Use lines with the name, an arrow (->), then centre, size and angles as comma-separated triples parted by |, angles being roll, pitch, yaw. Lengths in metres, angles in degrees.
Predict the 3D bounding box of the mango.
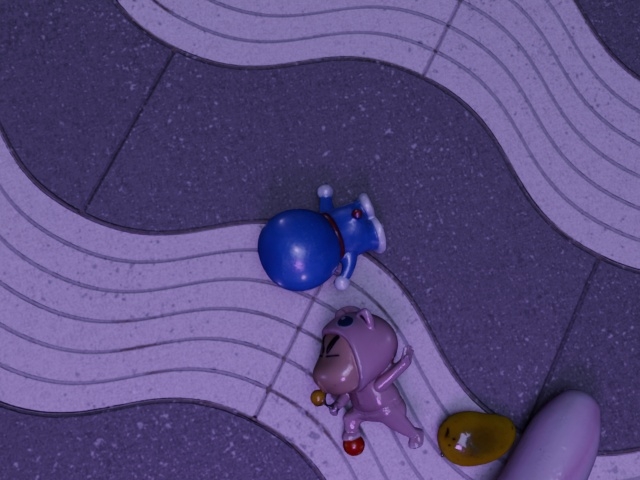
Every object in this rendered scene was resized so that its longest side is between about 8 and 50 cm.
mango -> 0.307, 0.381, 1.274 | 0.161, 0.076, 0.103 | -6, 75, -12

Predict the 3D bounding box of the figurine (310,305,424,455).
figurine -> 0.078, 0.269, 1.236 | 0.186, 0.176, 0.287 | -19, 98, -31

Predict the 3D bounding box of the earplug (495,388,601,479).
earplug -> 0.435, 0.416, 1.239 | 0.172, 0.172, 0.301 | 32, 75, 2

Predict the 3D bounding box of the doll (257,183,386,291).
doll -> 0.000, 0.000, 1.289 | 0.257, 0.161, 0.215 | -17, 69, -22
